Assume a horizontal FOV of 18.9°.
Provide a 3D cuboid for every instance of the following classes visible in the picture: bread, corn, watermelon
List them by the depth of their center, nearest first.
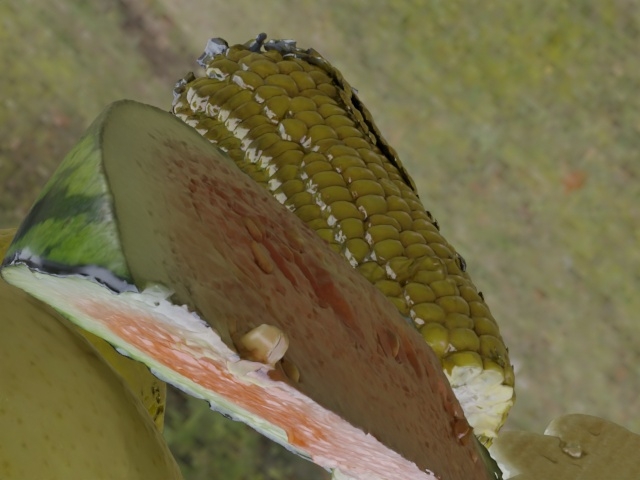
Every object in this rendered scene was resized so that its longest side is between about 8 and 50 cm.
[{"bbox_3d":[-0.009,0.026,0.504,0.119,0.063,0.245,36,176,33],"label":"watermelon"},{"bbox_3d":[0.000,0.000,0.972,0.115,0.115,0.318,48,-172,-39],"label":"corn"},{"bbox_3d":[0.283,0.242,1.634,0.316,0.054,0.316,11,-158,-4],"label":"bread"}]

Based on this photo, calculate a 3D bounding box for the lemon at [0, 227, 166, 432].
[{"bbox_3d":[-0.241,0.121,1.418,0.267,0.267,0.267,38,170,8],"label":"lemon"}]

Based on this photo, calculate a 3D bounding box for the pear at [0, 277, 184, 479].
[{"bbox_3d":[-0.203,0.156,0.782,0.309,0.309,0.309,38,170,8],"label":"pear"}]
